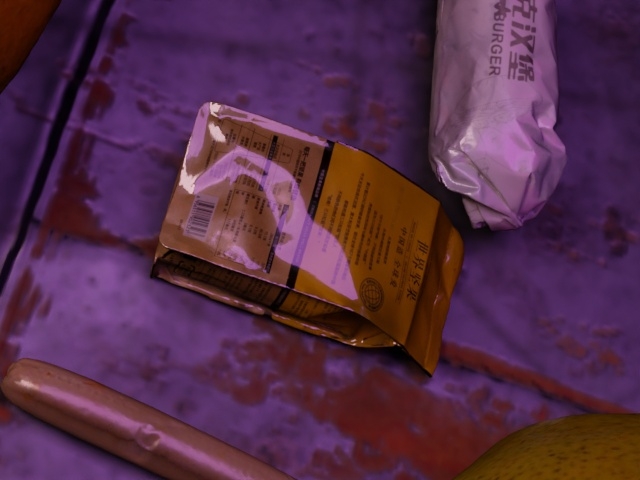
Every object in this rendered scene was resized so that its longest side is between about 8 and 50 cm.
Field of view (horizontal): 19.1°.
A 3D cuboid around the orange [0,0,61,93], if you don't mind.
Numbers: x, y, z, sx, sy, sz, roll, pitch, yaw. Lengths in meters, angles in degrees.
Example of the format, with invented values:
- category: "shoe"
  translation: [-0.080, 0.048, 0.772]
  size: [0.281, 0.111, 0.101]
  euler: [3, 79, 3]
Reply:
- category: "orange"
  translation: [-0.189, -0.152, 0.685]
  size: [0.249, 0.183, 0.249]
  euler: [5, 72, -15]

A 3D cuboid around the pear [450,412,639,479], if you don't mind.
- category: "pear"
  translation: [0.101, 0.161, 0.680]
  size: [0.198, 0.198, 0.198]
  euler: [6, 71, -16]

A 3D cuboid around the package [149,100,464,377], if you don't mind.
- category: "package"
  translation: [0.000, 0.000, 0.770]
  size: [0.131, 0.047, 0.071]
  euler: [22, 64, -8]

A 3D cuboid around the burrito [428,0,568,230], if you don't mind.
- category: "burrito"
  translation: [0.078, -0.101, 0.822]
  size: [0.064, 0.064, 0.203]
  euler: [10, 69, -15]

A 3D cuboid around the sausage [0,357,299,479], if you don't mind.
- category: "sausage"
  translation: [-0.061, 0.079, 0.736]
  size: [0.132, 0.024, 0.024]
  euler: [27, 66, -9]
